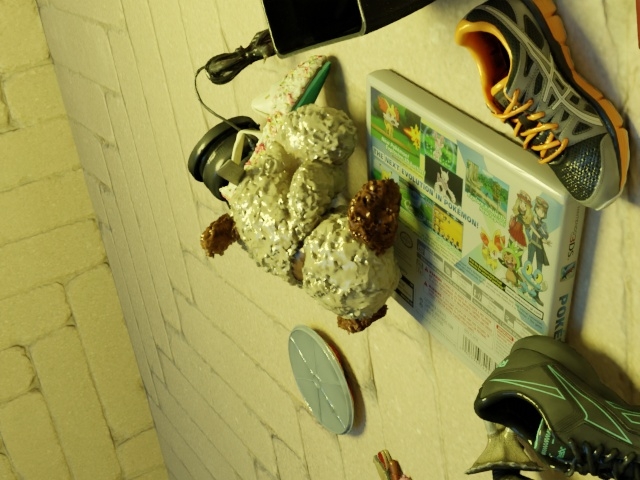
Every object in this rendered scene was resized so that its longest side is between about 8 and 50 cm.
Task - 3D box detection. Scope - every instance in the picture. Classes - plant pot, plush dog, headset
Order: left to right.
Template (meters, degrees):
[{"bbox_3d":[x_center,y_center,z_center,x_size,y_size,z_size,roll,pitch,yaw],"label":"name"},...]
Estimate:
[{"bbox_3d":[-0.078,-0.115,1.310,0.243,0.185,0.394,38,157,43],"label":"headset"},{"bbox_3d":[0.000,0.000,1.067,0.225,0.211,0.262,34,142,29],"label":"plush dog"},{"bbox_3d":[0.042,-0.292,0.825,0.188,0.167,0.187,7,115,62],"label":"plant pot"}]

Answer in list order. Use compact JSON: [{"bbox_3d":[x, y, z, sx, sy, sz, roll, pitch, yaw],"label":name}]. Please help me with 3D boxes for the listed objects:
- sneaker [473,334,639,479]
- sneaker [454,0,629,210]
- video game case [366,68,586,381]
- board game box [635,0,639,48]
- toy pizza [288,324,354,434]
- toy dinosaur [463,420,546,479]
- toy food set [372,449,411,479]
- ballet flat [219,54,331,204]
[{"bbox_3d":[0.262,0.189,0.798,0.267,0.106,0.101,29,134,39],"label":"sneaker"},{"bbox_3d":[0.189,-0.118,0.760,0.214,0.083,0.084,63,154,11],"label":"sneaker"},{"bbox_3d":[0.155,0.000,0.985,0.329,0.036,0.300,43,145,46],"label":"video game case"},{"bbox_3d":[0.229,-0.261,0.483,0.027,0.145,0.281,29,134,59],"label":"board game box"},{"bbox_3d":[0.006,0.234,1.485,0.201,0.032,0.201,44,145,42],"label":"toy pizza"},{"bbox_3d":[0.251,0.322,0.940,0.313,0.121,0.160,47,161,48],"label":"toy dinosaur"},{"bbox_3d":[0.121,0.380,1.381,0.078,0.019,0.122,99,150,-48],"label":"toy food set"},{"bbox_3d":[-0.067,-0.142,1.146,0.077,0.091,0.241,26,102,6],"label":"ballet flat"}]
